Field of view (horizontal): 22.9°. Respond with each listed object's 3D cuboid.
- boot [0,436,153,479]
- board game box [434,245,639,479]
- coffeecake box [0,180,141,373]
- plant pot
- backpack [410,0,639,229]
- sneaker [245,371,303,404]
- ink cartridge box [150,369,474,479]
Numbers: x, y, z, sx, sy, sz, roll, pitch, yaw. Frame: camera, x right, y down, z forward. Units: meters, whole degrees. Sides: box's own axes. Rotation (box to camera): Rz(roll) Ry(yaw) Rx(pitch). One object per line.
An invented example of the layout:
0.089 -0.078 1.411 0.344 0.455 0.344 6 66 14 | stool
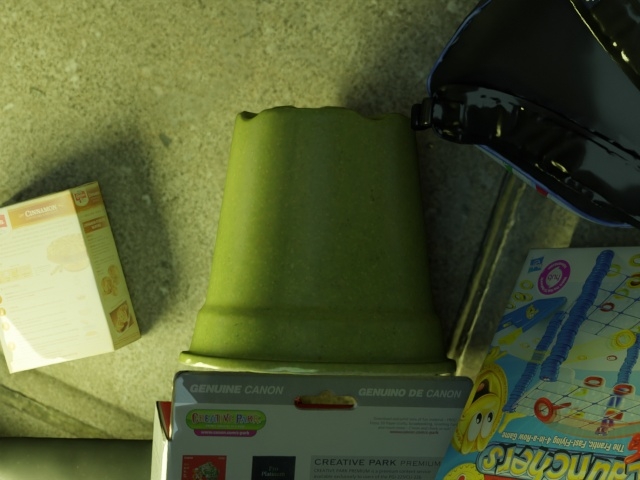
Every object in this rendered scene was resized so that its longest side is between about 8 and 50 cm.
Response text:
-0.330 0.237 1.746 0.445 0.146 0.367 6 129 23 | boot
0.268 0.153 1.417 0.308 0.086 0.302 -3 56 51 | board game box
-0.299 0.041 1.775 0.142 0.068 0.185 -13 95 23 | coffeecake box
0.000 0.000 1.573 0.276 0.276 0.253 1 88 20 | plant pot
0.268 -0.144 1.456 0.263 0.213 0.276 46 118 20 | backpack
-0.044 0.167 1.721 0.119 0.047 0.057 33 98 11 | sneaker
-0.013 0.246 1.604 0.309 0.130 0.271 3 102 -11 | ink cartridge box
